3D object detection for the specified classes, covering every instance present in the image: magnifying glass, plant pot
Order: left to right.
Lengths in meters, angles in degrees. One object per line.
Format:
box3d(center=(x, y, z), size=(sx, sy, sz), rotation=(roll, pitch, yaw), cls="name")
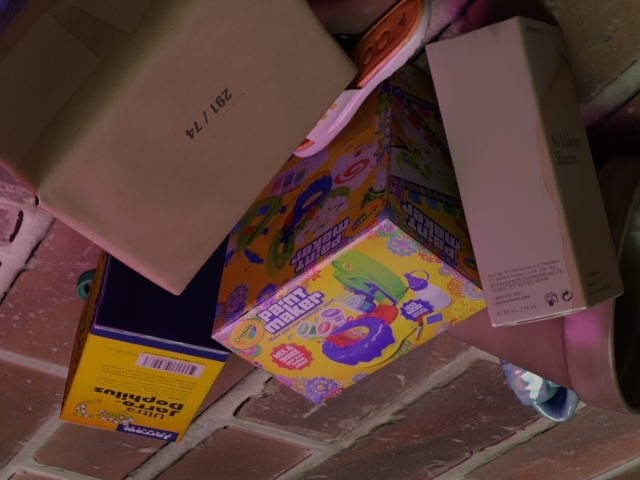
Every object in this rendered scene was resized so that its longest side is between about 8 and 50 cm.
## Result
box3d(center=(-0.283, 0.060, 1.979), size=(0.231, 0.026, 0.092), rotation=(-20, 141, 33), cls="magnifying glass")
box3d(center=(0.292, 0.039, 1.641), size=(0.280, 0.323, 0.323), rotation=(8, 153, 30), cls="plant pot")

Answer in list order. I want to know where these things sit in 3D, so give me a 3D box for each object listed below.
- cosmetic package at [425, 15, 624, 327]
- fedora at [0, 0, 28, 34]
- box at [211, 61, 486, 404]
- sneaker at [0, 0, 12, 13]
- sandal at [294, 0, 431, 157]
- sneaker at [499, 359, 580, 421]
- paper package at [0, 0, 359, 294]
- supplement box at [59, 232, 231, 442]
box3d(center=(0.223, -0.073, 1.388), size=(0.113, 0.309, 0.160), rotation=(-13, 179, 27), cls="cosmetic package")
box3d(center=(-0.268, -0.200, 1.380), size=(0.124, 0.275, 0.244), rotation=(34, 141, 33), cls="fedora")
box3d(center=(0.042, -0.010, 1.518), size=(0.177, 0.279, 0.290), rotation=(36, 130, -27), cls="box")
box3d(center=(-0.338, -0.223, 1.478), size=(0.090, 0.081, 0.232), rotation=(25, 141, 28), cls="sneaker")
box3d(center=(0.023, -0.201, 1.452), size=(0.076, 0.102, 0.265), rotation=(23, 136, -24), cls="sandal")
box3d(center=(0.322, 0.162, 1.935), size=(0.135, 0.150, 0.366), rotation=(-15, 143, 28), cls="sneaker")
box3d(center=(-0.155, -0.150, 1.287), size=(0.168, 0.325, 0.309), rotation=(37, 177, 29), cls="paper package")
box3d(center=(-0.251, 0.134, 1.885), size=(0.195, 0.194, 0.356), rotation=(13, 148, -12), cls="supplement box")
